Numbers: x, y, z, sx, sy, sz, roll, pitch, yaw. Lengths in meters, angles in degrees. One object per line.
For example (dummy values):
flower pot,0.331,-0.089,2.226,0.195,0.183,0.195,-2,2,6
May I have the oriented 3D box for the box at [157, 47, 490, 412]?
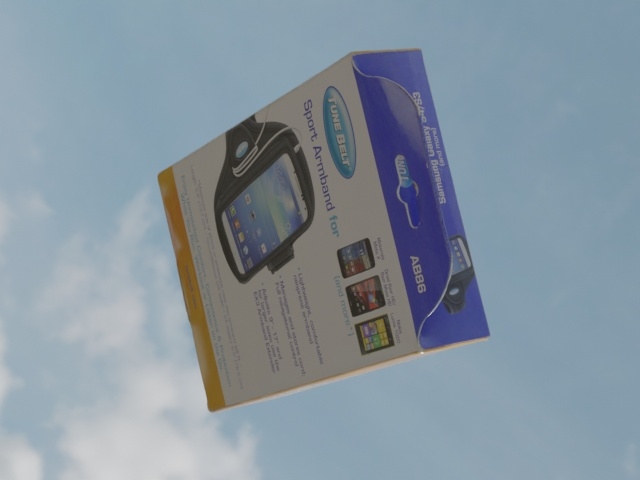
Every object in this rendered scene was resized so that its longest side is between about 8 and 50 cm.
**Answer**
box,0.000,0.000,0.417,0.136,0.028,0.081,-22,-102,54
